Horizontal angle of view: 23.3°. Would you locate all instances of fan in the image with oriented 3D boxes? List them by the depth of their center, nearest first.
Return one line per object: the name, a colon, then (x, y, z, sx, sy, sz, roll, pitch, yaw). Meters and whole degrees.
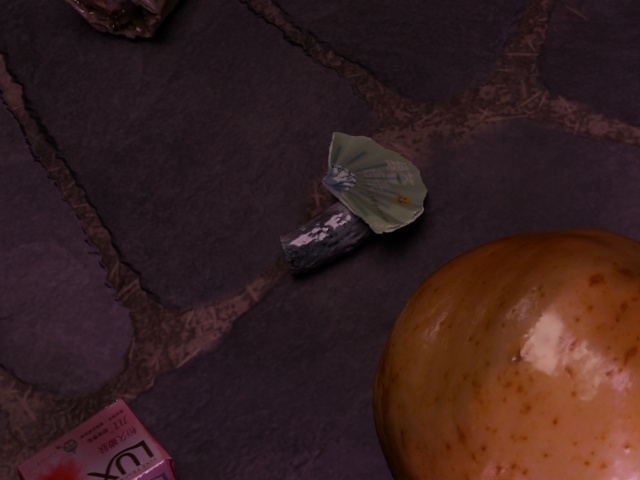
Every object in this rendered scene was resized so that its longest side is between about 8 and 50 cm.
fan: (0.065, -0.077, 1.931, 0.131, 0.009, 0.240, -1, 34, -15)

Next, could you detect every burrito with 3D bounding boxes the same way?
burrito: (-0.239, -0.444, 2.241, 0.190, 0.135, 0.332, 22, 58, 17)

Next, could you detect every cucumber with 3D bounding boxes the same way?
cucumber: (0.002, -0.001, 1.897, 0.112, 0.064, 0.064, -30, 53, -8)

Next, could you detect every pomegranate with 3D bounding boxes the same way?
pomegranate: (0.227, 0.190, 1.504, 0.410, 0.410, 0.410, -7, 52, 9)

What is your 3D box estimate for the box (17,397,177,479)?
box: (-0.253, 0.264, 1.755, 0.156, 0.060, 0.111, -34, 55, -12)
